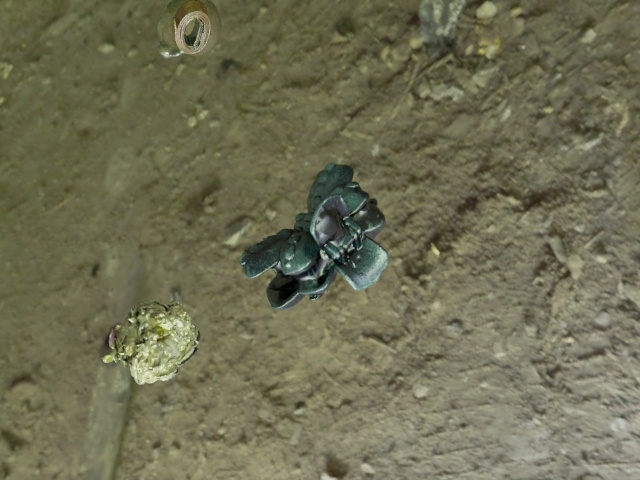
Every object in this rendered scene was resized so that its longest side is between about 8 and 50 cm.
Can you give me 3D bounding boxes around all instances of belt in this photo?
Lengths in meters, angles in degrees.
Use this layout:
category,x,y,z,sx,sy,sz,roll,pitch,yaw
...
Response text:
category,x,y,z,sx,sy,sz,roll,pitch,yaw
belt,-0.204,-0.334,1.188,0.083,0.059,0.036,115,142,-47

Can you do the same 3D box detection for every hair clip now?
category,x,y,z,sx,sy,sz,roll,pitch,yaw
hair clip,0.005,-0.002,1.445,0.310,0.194,0.206,-49,27,-19

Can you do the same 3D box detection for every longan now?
category,x,y,z,sx,sy,sz,roll,pitch,yaw
longan,-0.366,-0.579,2.072,0.185,0.159,0.204,37,79,27

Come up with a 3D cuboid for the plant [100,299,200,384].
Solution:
category,x,y,z,sx,sy,sz,roll,pitch,yaw
plant,-0.224,0.134,0.974,0.122,0.116,0.104,-26,85,38
